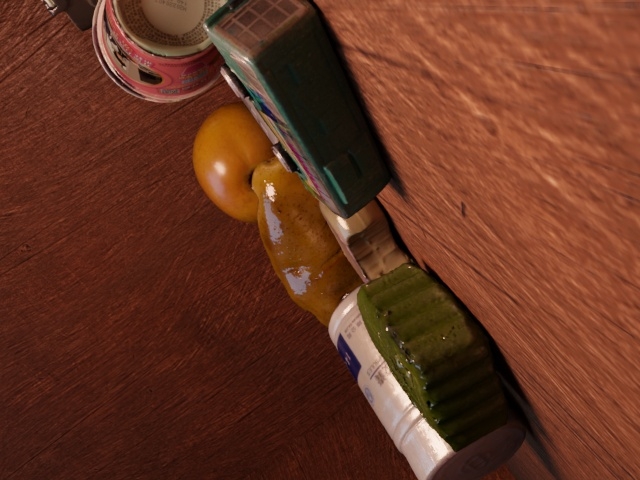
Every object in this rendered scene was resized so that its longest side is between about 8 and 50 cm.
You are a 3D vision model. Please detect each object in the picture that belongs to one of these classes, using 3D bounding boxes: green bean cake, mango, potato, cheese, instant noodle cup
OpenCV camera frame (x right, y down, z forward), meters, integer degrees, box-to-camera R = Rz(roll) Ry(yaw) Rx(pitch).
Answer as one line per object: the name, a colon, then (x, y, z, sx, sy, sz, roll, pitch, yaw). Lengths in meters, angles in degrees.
green bean cake: (0.150, 0.153, 0.859, 0.200, 0.113, 0.214, 51, 168, 52)
mango: (-0.120, -0.162, 1.321, 0.264, 0.221, 0.378, 44, -165, -4)
potato: (0.000, 0.000, 1.176, 0.195, 0.176, 0.369, 2, 130, 41)
cheese: (0.042, -0.045, 0.940, 0.286, 0.082, 0.163, 56, 178, -39)
instant noodle cup: (-0.234, -0.338, 0.977, 0.244, 0.244, 0.255, 55, 171, -16)

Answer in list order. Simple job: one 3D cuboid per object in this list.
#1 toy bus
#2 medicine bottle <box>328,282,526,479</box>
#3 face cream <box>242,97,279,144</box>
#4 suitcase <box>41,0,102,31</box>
toy bus: (-0.012, -0.121, 0.607, 0.109, 0.091, 0.262, 47, 177, 37)
medicine bottle: (0.168, 0.232, 1.064, 0.332, 0.190, 0.190, 55, 180, 37)
face cream: (-0.099, -0.252, 1.129, 0.269, 0.073, 0.107, 55, -178, 39)
suitcase: (-0.441, -0.596, 1.149, 0.283, 0.194, 0.434, 58, -167, -53)
